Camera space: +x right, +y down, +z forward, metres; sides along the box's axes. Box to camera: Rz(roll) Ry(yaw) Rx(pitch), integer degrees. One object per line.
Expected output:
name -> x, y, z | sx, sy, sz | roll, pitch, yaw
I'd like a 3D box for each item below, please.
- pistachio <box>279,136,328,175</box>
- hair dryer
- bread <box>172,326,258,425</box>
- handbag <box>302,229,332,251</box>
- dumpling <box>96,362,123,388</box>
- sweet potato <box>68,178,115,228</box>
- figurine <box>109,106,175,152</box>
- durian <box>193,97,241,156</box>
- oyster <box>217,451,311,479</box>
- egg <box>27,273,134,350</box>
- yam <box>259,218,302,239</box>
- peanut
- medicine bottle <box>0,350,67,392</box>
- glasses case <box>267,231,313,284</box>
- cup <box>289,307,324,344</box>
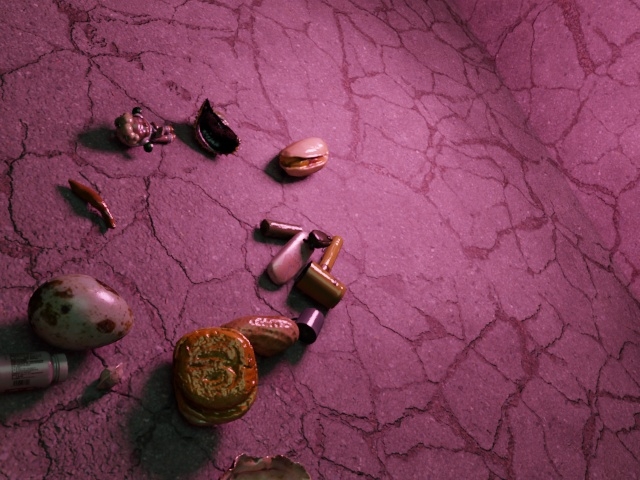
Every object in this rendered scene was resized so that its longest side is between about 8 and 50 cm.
pistachio -> -0.059, -0.277, 2.207 | 0.145, 0.117, 0.200 | 23, 39, 39
hair dryer -> 0.028, 0.081, 2.007 | 0.135, 0.090, 0.278 | 35, 37, -6
bread -> -0.249, 0.316, 1.565 | 0.198, 0.120, 0.236 | -5, 66, -14
handbag -> 0.000, 0.000, 1.987 | 0.072, 0.047, 0.111 | 50, 23, 18
dumpling -> -0.470, 0.302, 1.484 | 0.077, 0.059, 0.043 | -12, 54, -44
sweet potato -> -0.593, -0.102, 1.730 | 0.179, 0.044, 0.044 | 43, 43, 2
figurine -> -0.513, -0.322, 1.926 | 0.197, 0.093, 0.147 | -9, 73, -41
durian -> -0.334, -0.341, 2.087 | 0.186, 0.119, 0.108 | 49, 4, -9
oyster -> -0.170, 0.566, 1.455 | 0.341, 0.110, 0.166 | -24, 78, -47
egg -> -0.531, 0.164, 1.472 | 0.231, 0.169, 0.169 | 20, 47, -31
yam -> -0.117, -0.031, 2.007 | 0.132, 0.054, 0.054 | 10, 52, -31
peanut -> -0.159, 0.248, 1.723 | 0.226, 0.095, 0.108 | 6, 65, -29
medicine bottle -> -0.613, 0.275, 1.388 | 0.140, 0.079, 0.079 | 1, 57, -36
glasses case -> -0.085, 0.051, 1.951 | 0.081, 0.051, 0.204 | 55, 47, -17
cup -> -0.045, 0.234, 1.840 | 0.100, 0.078, 0.077 | 14, 36, 15
